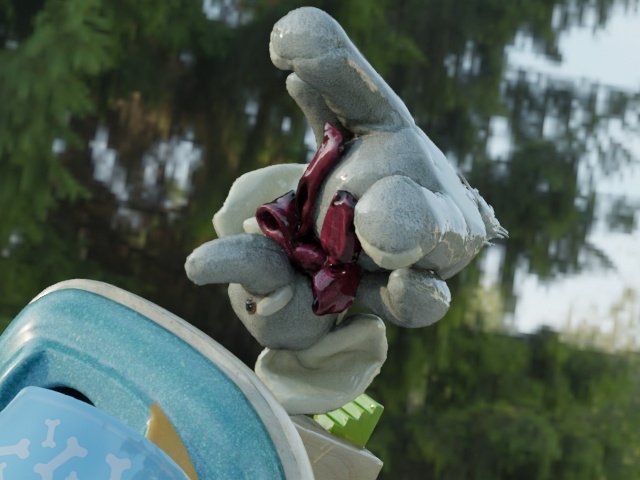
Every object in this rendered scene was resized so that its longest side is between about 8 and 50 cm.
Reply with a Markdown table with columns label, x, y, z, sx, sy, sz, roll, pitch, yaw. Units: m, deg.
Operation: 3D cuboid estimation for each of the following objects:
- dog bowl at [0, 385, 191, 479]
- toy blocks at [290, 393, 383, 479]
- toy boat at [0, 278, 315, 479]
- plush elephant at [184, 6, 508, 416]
| label | x | y | z | sx | sy | sz | roll | pitch | yaw |
| --- | --- | --- | --- | --- | --- | --- | --- | --- | --- |
| dog bowl | -0.202 | 0.145 | 0.872 | 0.297 | 0.074 | 0.166 | 11 | -44 | 19 |
| toy blocks | -0.120 | 0.296 | 1.689 | 0.261 | 0.381 | 0.191 | 26 | 2 | -27 |
| toy boat | -0.145 | 0.198 | 0.998 | 0.267 | 0.318 | 0.148 | 33 | 12 | 25 |
| plush elephant | 0.000 | 0.000 | 1.465 | 0.255 | 0.272 | 0.330 | -33 | -28 | 13 |
